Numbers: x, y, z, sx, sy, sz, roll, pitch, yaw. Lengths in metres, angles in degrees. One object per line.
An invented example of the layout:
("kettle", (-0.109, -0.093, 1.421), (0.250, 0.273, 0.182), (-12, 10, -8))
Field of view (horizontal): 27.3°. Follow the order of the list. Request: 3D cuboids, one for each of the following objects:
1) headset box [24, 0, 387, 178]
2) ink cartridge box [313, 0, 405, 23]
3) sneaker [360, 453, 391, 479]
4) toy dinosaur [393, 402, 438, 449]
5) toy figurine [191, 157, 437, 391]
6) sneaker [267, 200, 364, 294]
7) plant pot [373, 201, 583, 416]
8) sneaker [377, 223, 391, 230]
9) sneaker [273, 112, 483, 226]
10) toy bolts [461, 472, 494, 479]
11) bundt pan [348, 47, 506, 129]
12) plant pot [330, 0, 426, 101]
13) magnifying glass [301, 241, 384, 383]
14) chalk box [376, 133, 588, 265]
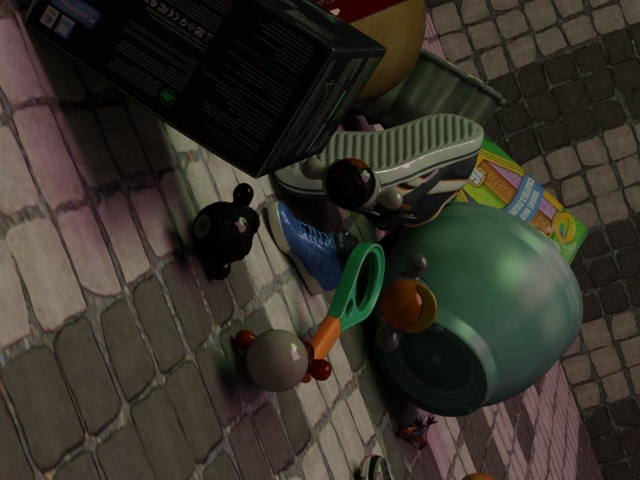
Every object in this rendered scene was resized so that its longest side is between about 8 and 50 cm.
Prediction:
("headset box", (-0.090, -0.188, 1.212), (0.246, 0.131, 0.283), (34, 14, 5))
("ink cartridge box", (-0.037, -0.354, 1.481), (0.130, 0.309, 0.271), (55, 21, -45))
("sneaker", (0.097, 0.327, 1.534), (0.063, 0.075, 0.170), (39, 34, -63))
("toy dinosaur", (0.131, 0.265, 1.819), (0.082, 0.047, 0.090), (-31, 115, -55))
("toy figurine", (-0.004, 0.028, 1.296), (0.148, 0.210, 0.213), (5, 64, -85))
("sneaker", (0.000, -0.001, 1.597), (0.058, 0.085, 0.152), (-92, 157, -51))
("plant pot", (0.192, 0.120, 1.833), (0.196, 0.293, 0.293), (-48, 121, -43))
("sneaker", (0.128, -0.140, 2.197), (0.319, 0.112, 0.131), (-82, 151, -64))
("sneaker", (0.078, -0.076, 1.739), (0.126, 0.321, 0.127), (44, -46, 42))
("toy bolts", (0.212, 0.451, 1.781), (0.228, 0.158, 0.218), (-104, -152, -59))
("bundt pan", (0.097, -0.227, 1.936), (0.331, 0.124, 0.331), (28, 4, -2))
("plant pot", (-0.022, -0.265, 1.666), (0.254, 0.237, 0.237), (-34, 104, -59))
("magnifying glass", (0.026, 0.084, 1.538), (0.231, 0.026, 0.092), (-52, 146, -47))
("chalk box", (0.266, 0.022, 1.978), (0.289, 0.180, 0.179), (43, 49, -2))
